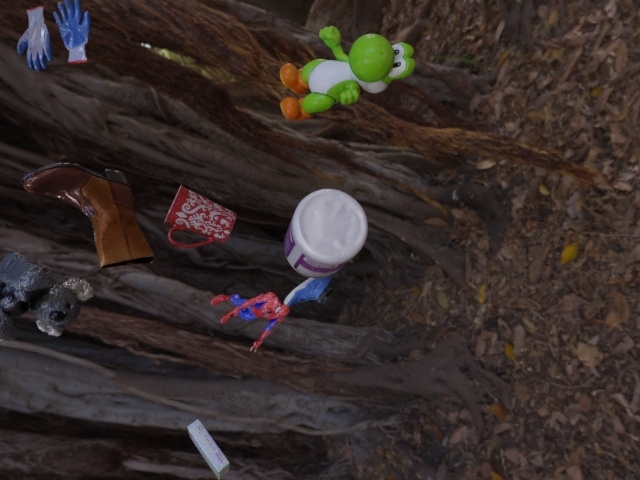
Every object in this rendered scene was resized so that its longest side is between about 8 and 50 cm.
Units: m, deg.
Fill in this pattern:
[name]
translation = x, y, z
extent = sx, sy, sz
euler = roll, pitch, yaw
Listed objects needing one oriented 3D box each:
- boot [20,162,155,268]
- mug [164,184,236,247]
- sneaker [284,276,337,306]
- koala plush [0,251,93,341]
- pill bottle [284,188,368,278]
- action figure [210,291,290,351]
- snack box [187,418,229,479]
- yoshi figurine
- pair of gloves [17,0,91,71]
[boot]
translation = -0.578, -0.049, 1.176
extent = 0.096, 0.264, 0.281
euler = -36, 68, 31
[mug]
translation = -0.334, -0.051, 1.291
extent = 0.150, 0.169, 0.113
euler = -63, 18, 12
[sneaker]
translation = -0.022, 0.154, 1.308
extent = 0.152, 0.085, 0.058
euler = -36, -15, -15
[koala plush]
translation = -0.706, 0.146, 1.187
extent = 0.203, 0.221, 0.196
euler = 30, 84, 40
[pill bottle]
translation = 0.000, 0.000, 1.139
extent = 0.301, 0.169, 0.170
euler = 127, 156, -73
[action figure]
translation = -0.192, 0.191, 1.157
extent = 0.280, 0.092, 0.139
euler = -10, 23, 43
[snack box]
translation = -0.289, 0.542, 1.216
extent = 0.037, 0.141, 0.100
euler = -32, -26, -31
[yoshi figurine]
translation = 0.053, -0.433, 1.199
extent = 0.204, 0.361, 0.203
euler = 63, -147, -30
[pair of gloves]
translation = -0.646, -0.496, 1.135
extent = 0.023, 0.198, 0.160
euler = -4, -91, -82
